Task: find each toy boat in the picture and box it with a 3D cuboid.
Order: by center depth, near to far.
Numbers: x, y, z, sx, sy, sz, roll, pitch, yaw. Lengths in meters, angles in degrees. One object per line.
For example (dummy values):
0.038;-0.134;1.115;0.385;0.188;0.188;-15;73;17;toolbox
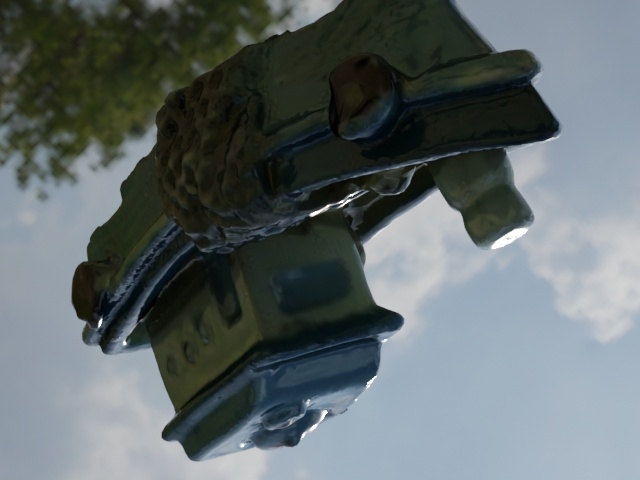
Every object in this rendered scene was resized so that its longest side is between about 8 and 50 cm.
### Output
0.000;0.000;0.551;0.109;0.098;0.238;-10;162;-32;toy boat
